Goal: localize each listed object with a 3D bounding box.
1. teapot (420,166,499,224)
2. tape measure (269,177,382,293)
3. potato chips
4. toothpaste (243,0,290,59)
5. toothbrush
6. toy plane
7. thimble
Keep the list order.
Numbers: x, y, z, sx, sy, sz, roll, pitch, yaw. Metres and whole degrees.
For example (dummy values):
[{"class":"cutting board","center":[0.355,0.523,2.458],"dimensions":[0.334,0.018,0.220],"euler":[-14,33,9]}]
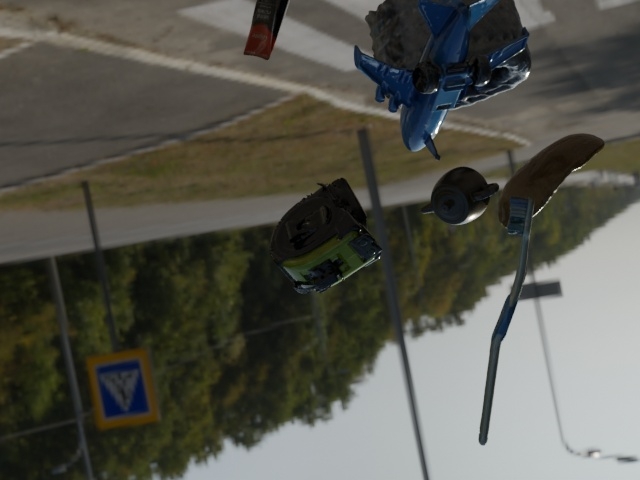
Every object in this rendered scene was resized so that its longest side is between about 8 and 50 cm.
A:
[{"class":"teapot","center":[0.193,-0.058,1.482],"dimensions":[0.121,0.076,0.068],"euler":[-13,-165,41]},{"class":"tape measure","center":[0.000,0.000,1.897],"dimensions":[0.186,0.112,0.199],"euler":[-36,-145,12]},{"class":"potato chips","center":[0.358,-0.109,1.727],"dimensions":[0.195,0.062,0.208],"euler":[-46,-177,-40]},{"class":"toothpaste","center":[-0.060,-0.350,1.515],"dimensions":[0.045,0.194,0.071],"euler":[16,-174,-38]},{"class":"toothbrush","center":[0.271,0.123,1.567],"dimensions":[0.040,0.386,0.040],"euler":[5,-165,-1]},{"class":"toy plane","center":[0.155,-0.214,1.424],"dimensions":[0.254,0.105,0.271],"euler":[-11,136,-21]},{"class":"thimble","center":[0.196,-0.302,1.654],"dimensions":[0.245,0.157,0.217],"euler":[-10,169,-31]}]
